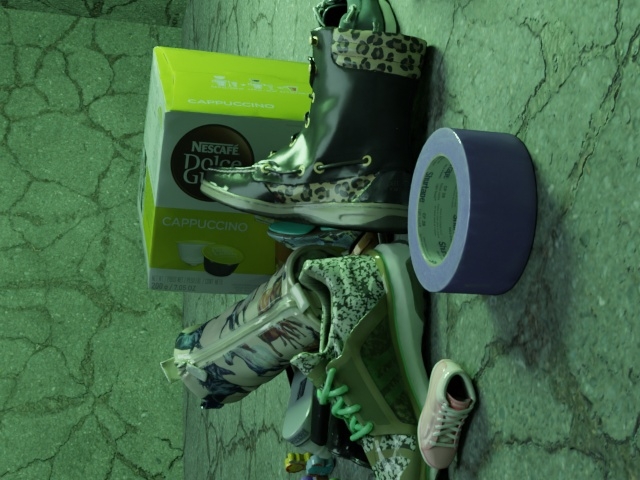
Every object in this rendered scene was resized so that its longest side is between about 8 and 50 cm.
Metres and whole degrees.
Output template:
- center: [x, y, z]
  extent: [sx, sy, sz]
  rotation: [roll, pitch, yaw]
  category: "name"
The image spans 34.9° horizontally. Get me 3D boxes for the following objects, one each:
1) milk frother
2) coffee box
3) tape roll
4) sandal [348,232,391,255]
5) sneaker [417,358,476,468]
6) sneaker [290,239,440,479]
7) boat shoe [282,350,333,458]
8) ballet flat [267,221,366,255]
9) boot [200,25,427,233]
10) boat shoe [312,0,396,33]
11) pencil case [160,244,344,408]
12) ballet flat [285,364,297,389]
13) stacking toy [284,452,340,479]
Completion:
- center: [0.069, 0.257, 1.474]
  extent: [0.143, 0.129, 0.134]
  rotation: [15, 105, 31]
  category: "milk frother"
- center: [-0.139, -0.127, 1.822]
  extent: [0.338, 0.338, 0.334]
  rotation: [-112, 29, -60]
  category: "coffee box"
- center: [0.169, -0.032, 1.164]
  extent: [0.189, 0.080, 0.188]
  rotation: [-176, 90, -75]
  category: "tape roll"
- center: [0.073, 0.004, 1.541]
  extent: [0.090, 0.060, 0.219]
  rotation: [168, 105, -74]
  category: "sandal"
- center: [0.152, 0.212, 1.222]
  extent: [0.070, 0.051, 0.134]
  rotation: [-179, 96, -80]
  category: "sneaker"
- center: [0.046, 0.195, 1.363]
  extent: [0.158, 0.182, 0.410]
  rotation: [121, 147, -61]
  category: "sneaker"
- center: [0.012, 0.242, 1.657]
  extent: [0.096, 0.088, 0.267]
  rotation: [-44, 17, 28]
  category: "boat shoe"
- center: [0.000, 0.000, 1.644]
  extent: [0.188, 0.070, 0.070]
  rotation: [-2, 83, 31]
  category: "ballet flat"
- center: [-0.008, -0.166, 1.510]
  extent: [0.377, 0.138, 0.284]
  rotation: [10, 93, 40]
  category: "boot"
- center: [0.042, -0.383, 1.670]
  extent: [0.319, 0.099, 0.116]
  rotation: [-106, 25, -52]
  category: "boat shoe"
- center: [-0.088, 0.147, 1.673]
  extent: [0.410, 0.184, 0.159]
  rotation: [-35, 83, 46]
  category: "pencil case"
- center: [-0.048, 0.267, 1.935]
  extent: [0.084, 0.058, 0.249]
  rotation: [108, 159, -45]
  category: "ballet flat"
- center: [-0.013, 0.412, 1.787]
  extent: [0.221, 0.052, 0.167]
  rotation: [110, 157, -45]
  category: "stacking toy"
